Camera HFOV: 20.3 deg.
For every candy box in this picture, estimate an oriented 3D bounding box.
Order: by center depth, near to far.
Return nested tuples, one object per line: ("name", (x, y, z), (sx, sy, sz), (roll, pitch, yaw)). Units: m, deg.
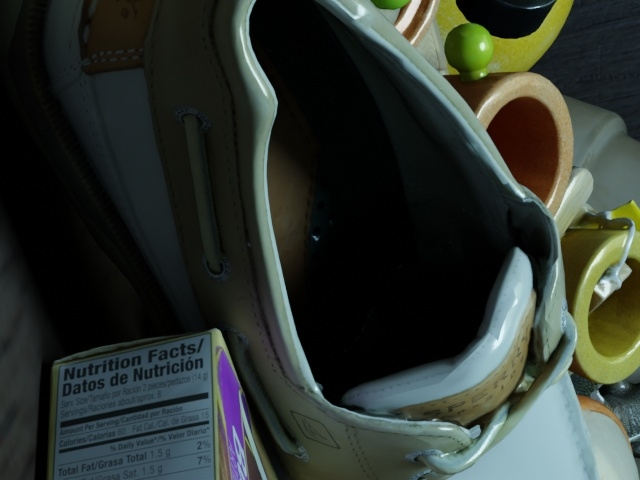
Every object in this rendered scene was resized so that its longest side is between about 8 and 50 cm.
("candy box", (-0.033, 0.129, 0.459), (0.109, 0.053, 0.187), (71, 11, -45))

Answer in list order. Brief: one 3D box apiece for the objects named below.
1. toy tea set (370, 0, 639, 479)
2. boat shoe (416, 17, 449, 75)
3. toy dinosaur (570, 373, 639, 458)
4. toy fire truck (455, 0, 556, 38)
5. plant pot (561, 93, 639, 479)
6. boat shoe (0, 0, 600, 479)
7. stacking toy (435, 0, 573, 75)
("toy tea set", (0.060, 0.011, 0.679), (0.336, 0.124, 0.200), (48, 66, -42))
("boat shoe", (0.000, 0.000, 0.778), (0.092, 0.103, 0.285), (20, -54, 49))
("toy dinosaur", (0.065, 0.054, 0.929), (0.121, 0.313, 0.160), (-58, 175, 5))
("toy fire truck", (0.026, -0.233, 0.999), (0.158, 0.217, 0.246), (120, -38, -54))
("plant pot", (0.217, 0.093, 1.127), (0.323, 0.280, 0.323), (18, 90, -75))
("boat shoe", (0.018, 0.029, 0.539), (0.103, 0.113, 0.302), (19, -27, 52))
("stacking toy", (0.065, -0.213, 1.209), (0.350, 0.350, 0.480), (60, 39, -70))
